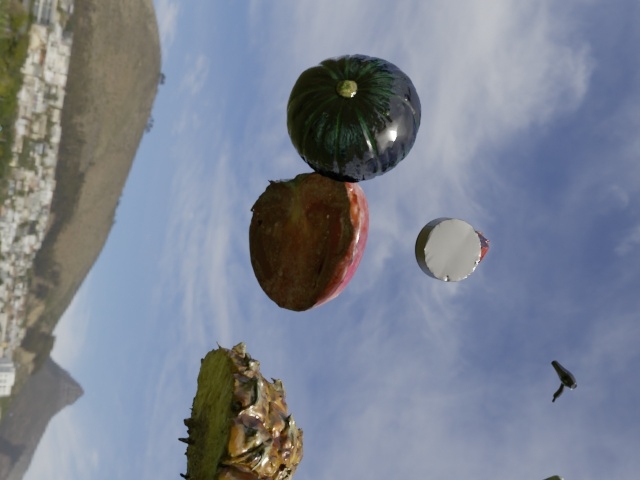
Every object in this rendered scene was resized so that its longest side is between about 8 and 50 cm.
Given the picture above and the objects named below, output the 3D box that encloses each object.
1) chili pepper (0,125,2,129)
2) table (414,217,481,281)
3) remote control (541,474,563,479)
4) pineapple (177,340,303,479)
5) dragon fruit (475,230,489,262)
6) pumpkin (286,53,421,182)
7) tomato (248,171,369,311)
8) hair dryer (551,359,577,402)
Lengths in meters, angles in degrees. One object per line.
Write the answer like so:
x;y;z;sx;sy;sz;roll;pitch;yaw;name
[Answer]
-0.492;-0.161;0.817;0.076;0.085;0.359;-64;-151;2;chili pepper
0.266;0.019;1.230;0.043;0.134;0.133;-165;-96;-72;table
0.321;0.512;1.029;0.285;0.038;0.123;-41;-145;33;remote control
-0.074;0.251;0.721;0.161;0.158;0.334;-52;-161;25;pineapple
0.405;0.022;1.669;0.192;0.123;0.092;-47;149;-66;dragon fruit
0.065;-0.212;1.113;0.248;0.248;0.247;-20;-113;56;pumpkin
0.003;-0.004;1.244;0.309;0.170;0.308;3;-85;39;tomato
0.526;0.318;1.311;0.079;0.031;0.083;-115;-137;-60;hair dryer
